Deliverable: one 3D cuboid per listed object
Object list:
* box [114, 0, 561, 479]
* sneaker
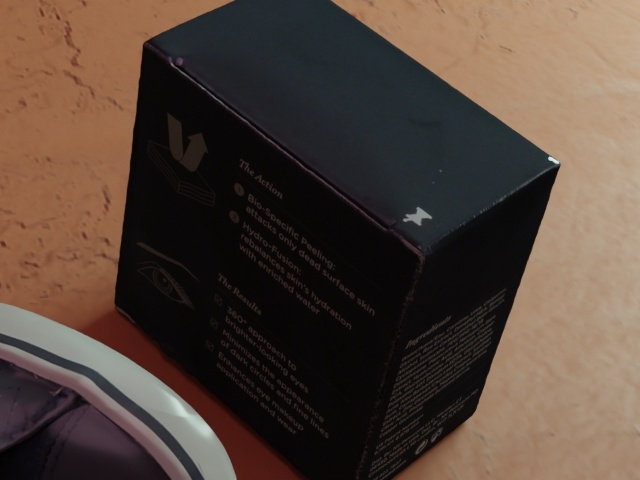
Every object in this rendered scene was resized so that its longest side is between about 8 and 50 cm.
[{"bbox_3d":[0.000,0.000,0.717,0.156,0.158,0.093,39,49,25],"label":"box"},{"bbox_3d":[-0.195,0.084,0.611,0.321,0.126,0.127,14,37,18],"label":"sneaker"}]
